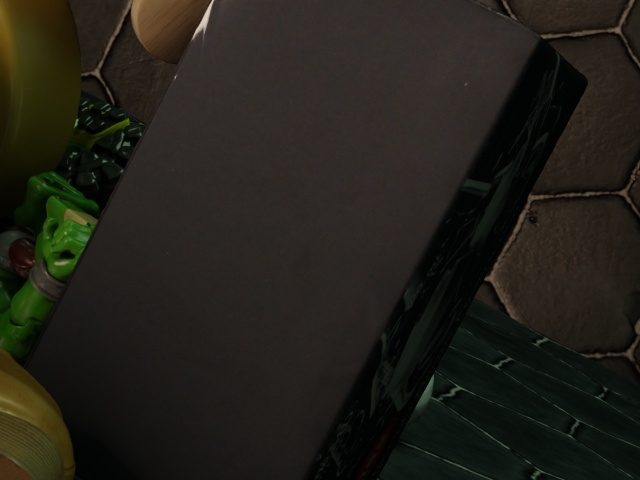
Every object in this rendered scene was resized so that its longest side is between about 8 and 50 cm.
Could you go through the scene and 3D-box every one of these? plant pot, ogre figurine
[{"bbox_3d":[-0.333,-0.115,1.236,0.254,0.254,0.239,29,21,21],"label":"plant pot"},{"bbox_3d":[-0.190,0.023,1.176,0.097,0.118,0.197,27,6,-38],"label":"ogre figurine"}]

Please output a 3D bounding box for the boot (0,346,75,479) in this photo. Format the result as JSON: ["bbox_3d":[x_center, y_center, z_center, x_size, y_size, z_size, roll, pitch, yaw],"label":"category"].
[{"bbox_3d":[-0.251,0.053,0.852,0.295,0.104,0.211,31,0,-12],"label":"boot"}]

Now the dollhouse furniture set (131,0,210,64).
[{"bbox_3d":[-0.250,-0.298,1.168,0.394,0.256,0.362,45,3,-41],"label":"dollhouse furniture set"}]

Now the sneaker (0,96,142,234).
[{"bbox_3d":[-0.284,-0.047,1.455,0.344,0.134,0.146,19,-43,29],"label":"sneaker"}]

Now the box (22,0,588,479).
[{"bbox_3d":[0.000,0.000,1.124,0.179,0.343,0.312,29,7,12],"label":"box"}]

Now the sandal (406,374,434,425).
[{"bbox_3d":[-0.030,0.060,1.666,0.169,0.102,0.416,8,26,-22],"label":"sandal"}]
